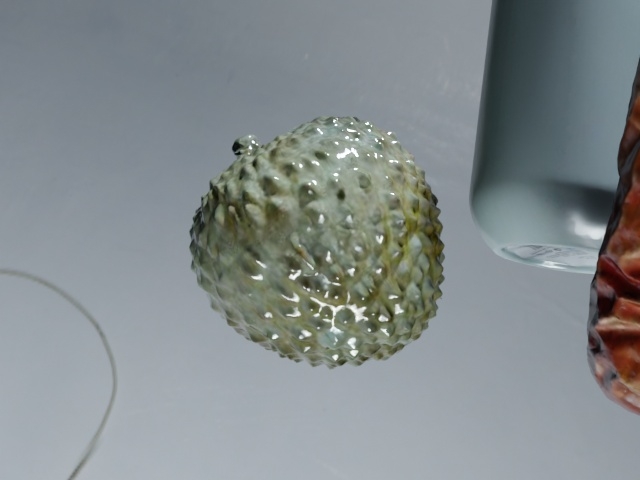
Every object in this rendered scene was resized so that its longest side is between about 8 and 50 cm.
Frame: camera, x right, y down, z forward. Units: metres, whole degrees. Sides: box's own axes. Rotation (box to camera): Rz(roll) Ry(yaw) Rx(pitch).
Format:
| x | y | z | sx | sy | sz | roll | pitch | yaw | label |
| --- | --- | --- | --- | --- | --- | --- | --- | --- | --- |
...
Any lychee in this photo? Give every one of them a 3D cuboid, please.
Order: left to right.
| x | y | z | sx | sy | sz | roll | pitch | yaw | label |
| --- | --- | --- | --- | --- | --- | --- | --- | --- | --- |
| 0.000 | 0.000 | 0.859 | 0.274 | 0.255 | 0.255 | 46 | 54 | 5 | lychee |

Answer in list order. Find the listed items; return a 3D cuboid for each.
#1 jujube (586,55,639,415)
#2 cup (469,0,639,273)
| x | y | z | sx | sy | sz | roll | pitch | yaw | label |
| --- | --- | --- | --- | --- | --- | --- | --- | --- | --- |
| 0.272 | -0.029 | 0.516 | 0.216 | 0.342 | 0.216 | 10 | 30 | -6 | jujube |
| 0.252 | -0.133 | 0.809 | 0.205 | 0.205 | 0.312 | 10 | 82 | -6 | cup |
